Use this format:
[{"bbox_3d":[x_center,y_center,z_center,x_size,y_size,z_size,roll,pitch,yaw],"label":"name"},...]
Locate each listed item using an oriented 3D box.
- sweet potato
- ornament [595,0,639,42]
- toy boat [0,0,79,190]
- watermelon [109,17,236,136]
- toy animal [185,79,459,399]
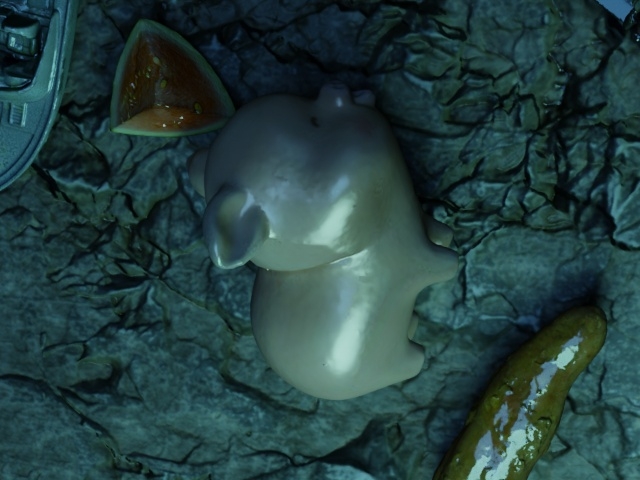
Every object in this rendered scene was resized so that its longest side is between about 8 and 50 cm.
[{"bbox_3d":[0.187,0.209,1.784,0.106,0.095,0.354,5,122,-33],"label":"sweet potato"},{"bbox_3d":[0.319,-0.231,1.544,0.166,0.196,0.153,36,114,-3],"label":"ornament"},{"bbox_3d":[-0.326,-0.190,1.760,0.141,0.092,0.319,15,113,9],"label":"toy boat"},{"bbox_3d":[-0.148,-0.148,1.736,0.135,0.094,0.125,19,105,1],"label":"watermelon"},{"bbox_3d":[0.000,0.000,1.704,0.269,0.237,0.326,7,112,-13],"label":"toy animal"}]
